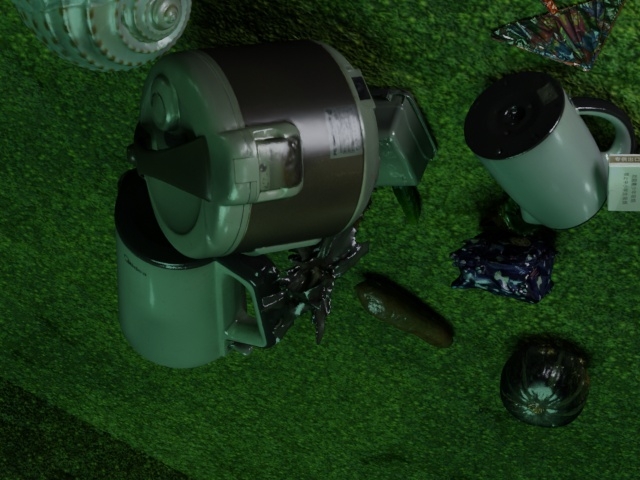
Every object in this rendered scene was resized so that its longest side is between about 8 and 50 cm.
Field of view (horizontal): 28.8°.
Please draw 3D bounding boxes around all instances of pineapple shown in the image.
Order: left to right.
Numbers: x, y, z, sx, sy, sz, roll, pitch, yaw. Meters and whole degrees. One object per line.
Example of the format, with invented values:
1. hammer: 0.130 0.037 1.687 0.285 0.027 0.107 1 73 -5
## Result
1. pineapple: 0.004 0.000 2.086 0.166 0.364 0.165 8 150 5

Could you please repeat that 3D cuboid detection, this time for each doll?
1. doll: 0.326 -0.052 2.144 0.078 0.076 0.113 -2 -171 -23

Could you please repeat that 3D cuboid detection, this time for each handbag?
1. handbag: 0.320 0.043 2.151 0.162 0.113 0.260 7 -170 22

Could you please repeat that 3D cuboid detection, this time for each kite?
1. kite: 0.349 -0.305 1.758 0.232 0.009 0.189 -10 138 37

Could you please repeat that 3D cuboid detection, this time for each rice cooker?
1. rice cooker: -0.110 -0.135 1.877 0.325 0.335 0.335 -10 162 -29

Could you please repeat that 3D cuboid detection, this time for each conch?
1. conch: -0.351 -0.386 1.806 0.319 0.215 0.303 9 138 13

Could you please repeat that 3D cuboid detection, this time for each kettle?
1. kettle: -0.216 0.074 2.267 0.361 0.250 0.376 38 153 17
2. kettle: 0.366 -0.138 1.895 0.221 0.161 0.236 -31 134 14

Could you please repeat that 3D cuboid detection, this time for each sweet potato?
1. sweet potato: 0.182 0.155 2.530 0.273 0.075 0.075 31 147 -28

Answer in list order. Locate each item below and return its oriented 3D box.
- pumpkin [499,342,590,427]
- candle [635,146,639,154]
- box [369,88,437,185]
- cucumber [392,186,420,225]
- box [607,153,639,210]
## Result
1. pumpkin: 0.455 0.295 2.530 0.190 0.146 0.190 15 149 10
2. candle: 0.568 -0.112 1.894 0.192 0.068 0.168 6 147 14
3. box: 0.108 -0.160 2.033 0.124 0.092 0.172 0 145 28
4. cucumber: 0.149 -0.083 2.190 0.039 0.039 0.168 4 149 22
5. box: 0.528 -0.085 1.854 0.198 0.029 0.109 1 143 12
